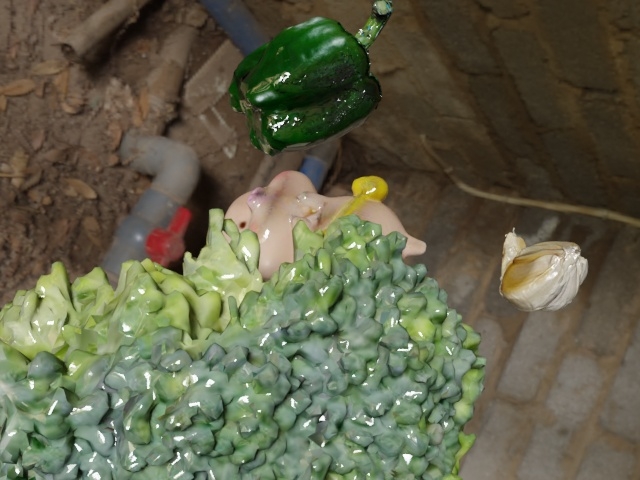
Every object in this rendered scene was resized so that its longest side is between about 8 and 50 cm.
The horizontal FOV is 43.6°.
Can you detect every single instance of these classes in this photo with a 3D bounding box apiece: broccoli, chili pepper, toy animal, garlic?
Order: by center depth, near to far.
[{"bbox_3d":[-0.090,0.152,0.479,0.277,0.317,0.338,18,76,-25],"label":"broccoli"},{"bbox_3d":[0.237,0.034,0.837,0.113,0.094,0.074,-49,116,-37],"label":"garlic"},{"bbox_3d":[0.001,-0.001,0.969,0.149,0.248,0.165,82,28,-42],"label":"toy animal"},{"bbox_3d":[0.005,-0.222,1.079,0.261,0.174,0.165,-31,95,-20],"label":"chili pepper"}]
